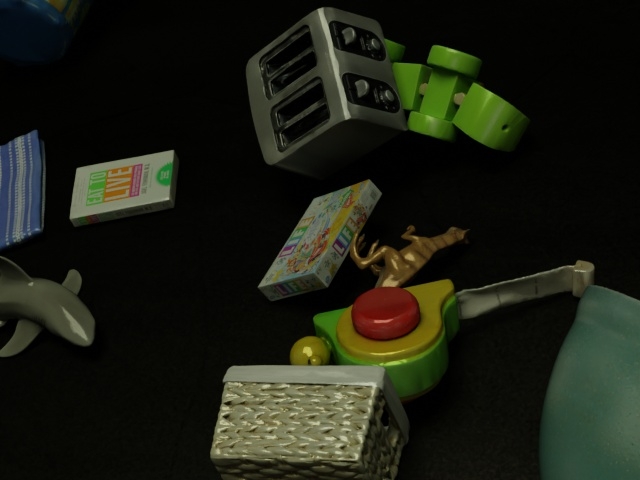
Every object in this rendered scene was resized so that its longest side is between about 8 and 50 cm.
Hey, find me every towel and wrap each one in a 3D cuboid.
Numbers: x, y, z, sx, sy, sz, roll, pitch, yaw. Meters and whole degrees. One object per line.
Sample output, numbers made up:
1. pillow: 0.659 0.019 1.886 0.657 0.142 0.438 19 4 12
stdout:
1. towel: -0.561 -0.036 1.563 0.336 0.040 0.243 -19 42 3

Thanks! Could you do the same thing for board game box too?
1. board game box: 0.000 0.000 1.268 0.103 0.026 0.154 -18 33 47

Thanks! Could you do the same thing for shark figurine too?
1. shark figurine: -0.408 0.072 1.330 0.278 0.116 0.166 -10 41 10

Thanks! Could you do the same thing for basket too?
1. basket: -0.011 0.192 1.035 0.167 0.113 0.103 -3 47 20

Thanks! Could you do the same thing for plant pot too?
1. plant pot: 0.284 0.190 0.819 0.293 0.293 0.196 31 90 42

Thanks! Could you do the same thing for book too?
1. book: -0.269 -0.070 1.486 0.144 0.035 0.096 -11 46 10

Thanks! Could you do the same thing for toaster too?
1. toaster: 0.001 -0.180 1.362 0.186 0.110 0.168 -29 63 37

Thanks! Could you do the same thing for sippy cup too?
1. sippy cup: -0.486 -0.426 1.825 0.305 0.240 0.224 -38 37 45

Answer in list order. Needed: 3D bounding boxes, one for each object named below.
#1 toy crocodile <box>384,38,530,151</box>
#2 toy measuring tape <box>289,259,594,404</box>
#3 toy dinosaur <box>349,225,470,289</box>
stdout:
1. toy crocodile: 0.120 -0.196 1.402 0.341 0.105 0.115 22 97 43
2. toy measuring tape: 0.133 0.095 1.088 0.330 0.121 0.121 -12 41 -3
3. toy dinosaur: 0.082 0.035 1.200 0.112 0.064 0.211 24 58 38
